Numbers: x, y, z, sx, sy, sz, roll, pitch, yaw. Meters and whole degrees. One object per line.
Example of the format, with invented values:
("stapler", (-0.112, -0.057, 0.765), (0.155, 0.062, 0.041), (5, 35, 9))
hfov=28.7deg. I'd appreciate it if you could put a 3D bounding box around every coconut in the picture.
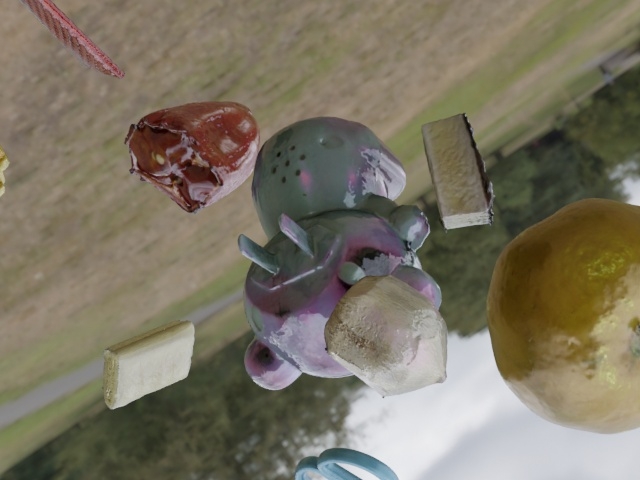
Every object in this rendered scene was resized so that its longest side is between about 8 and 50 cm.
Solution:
("coconut", (0.068, 0.098, 1.200), (0.110, 0.124, 0.110), (-48, 165, -17))

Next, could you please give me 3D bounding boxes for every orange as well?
("orange", (0.323, 0.087, 1.451), (0.279, 0.279, 0.235), (-34, -163, -4))

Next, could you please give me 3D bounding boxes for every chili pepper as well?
("chili pepper", (-0.145, -0.135, 1.728), (0.144, 0.136, 0.252), (6, -157, 26))

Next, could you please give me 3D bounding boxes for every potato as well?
("potato", (0.149, -0.075, 1.372), (0.061, 0.122, 0.086), (-14, 166, 3))

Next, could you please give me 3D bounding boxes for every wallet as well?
("wallet", (-0.348, -0.287, 1.666), (0.103, 0.196, 0.020), (28, -104, 45))

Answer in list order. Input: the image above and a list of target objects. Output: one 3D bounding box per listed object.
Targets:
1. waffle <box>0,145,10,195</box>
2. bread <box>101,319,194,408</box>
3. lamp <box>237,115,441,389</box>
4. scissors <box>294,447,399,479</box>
("waffle", (-0.638, -0.150, 1.890), (0.261, 0.324, 0.151), (-27, -162, 8))
("bread", (-0.321, 0.227, 2.319), (0.178, 0.060, 0.139), (-21, 135, -41))
("lamp", (0.000, 0.000, 1.419), (0.247, 0.301, 0.247), (-23, 142, 22))
("scissors", (0.166, 0.437, 1.851), (0.192, 0.447, 0.029), (-37, -157, 54))
